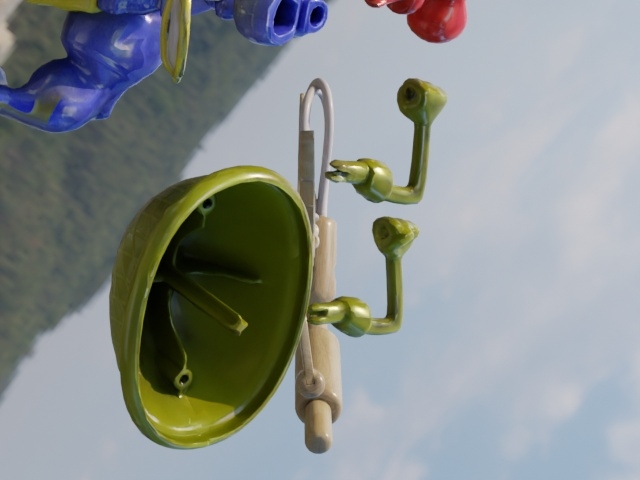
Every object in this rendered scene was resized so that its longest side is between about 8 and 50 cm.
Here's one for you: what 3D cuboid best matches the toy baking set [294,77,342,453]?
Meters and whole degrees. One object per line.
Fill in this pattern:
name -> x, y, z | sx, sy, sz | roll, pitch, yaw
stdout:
toy baking set -> 0.000, 0.007, 0.995 | 0.256, 0.030, 0.196 | -92, -177, -69

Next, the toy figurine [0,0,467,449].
toy figurine -> -0.073, -0.122, 0.670 | 0.191, 0.217, 0.362 | -26, 132, -47
